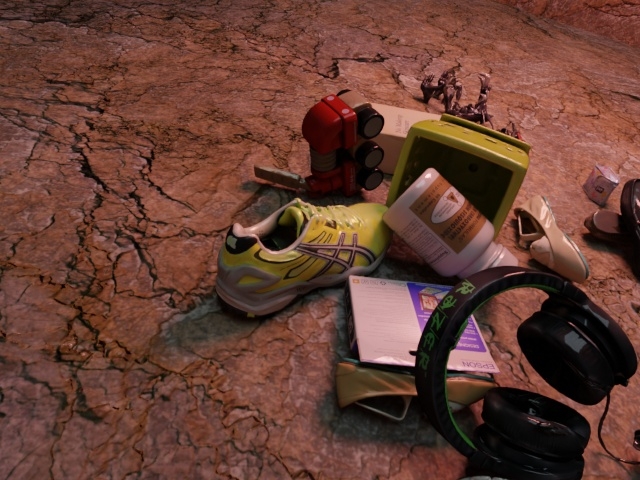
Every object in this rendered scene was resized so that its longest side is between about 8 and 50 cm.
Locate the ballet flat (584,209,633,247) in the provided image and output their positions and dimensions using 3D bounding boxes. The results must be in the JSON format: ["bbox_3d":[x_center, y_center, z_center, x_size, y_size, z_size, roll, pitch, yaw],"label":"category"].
[{"bbox_3d":[0.711,-0.009,1.019,0.249,0.058,0.084,13,70,1],"label":"ballet flat"}]

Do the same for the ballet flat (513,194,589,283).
[{"bbox_3d":[0.466,0.000,0.953,0.086,0.086,0.249,6,40,-4],"label":"ballet flat"}]

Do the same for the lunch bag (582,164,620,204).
[{"bbox_3d":[0.708,-0.140,1.150,0.053,0.071,0.083,9,42,-3],"label":"lunch bag"}]

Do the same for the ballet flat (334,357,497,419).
[{"bbox_3d":[0.133,0.219,0.648,0.232,0.080,0.073,7,69,0],"label":"ballet flat"}]

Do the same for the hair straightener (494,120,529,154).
[{"bbox_3d":[0.539,-0.293,1.307,0.088,0.047,0.231,16,41,6],"label":"hair straightener"}]

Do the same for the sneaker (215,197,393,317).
[{"bbox_3d":[0.000,0.000,0.797,0.384,0.147,0.145,-25,50,-37],"label":"sneaker"}]

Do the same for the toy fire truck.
[{"bbox_3d":[-0.009,-0.185,0.970,0.246,0.217,0.159,-26,51,-15],"label":"toy fire truck"}]

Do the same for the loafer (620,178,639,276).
[{"bbox_3d":[0.687,-0.031,0.951,0.076,0.078,0.224,3,72,-2],"label":"loafer"}]

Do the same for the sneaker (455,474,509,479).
[{"bbox_3d":[0.238,0.331,0.537,0.169,0.068,0.071,17,58,16],"label":"sneaker"}]

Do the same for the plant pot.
[{"bbox_3d":[0.290,-0.126,0.945,0.228,0.227,0.207,27,38,19],"label":"plant pot"}]

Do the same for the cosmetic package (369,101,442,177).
[{"bbox_3d":[0.203,-0.248,1.143,0.309,0.113,0.160,11,41,0],"label":"cosmetic package"}]

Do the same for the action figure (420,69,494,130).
[{"bbox_3d":[0.428,-0.438,1.382,0.163,0.141,0.276,-14,43,-27],"label":"action figure"}]

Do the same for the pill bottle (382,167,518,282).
[{"bbox_3d":[0.235,-0.009,0.826,0.229,0.131,0.131,44,47,3],"label":"pill bottle"}]

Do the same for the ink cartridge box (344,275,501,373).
[{"bbox_3d":[0.147,0.138,0.721,0.206,0.045,0.208,7,29,-5],"label":"ink cartridge box"}]

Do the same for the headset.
[{"bbox_3d":[0.305,0.195,0.557,0.393,0.244,0.185,30,-3,-17],"label":"headset"}]
